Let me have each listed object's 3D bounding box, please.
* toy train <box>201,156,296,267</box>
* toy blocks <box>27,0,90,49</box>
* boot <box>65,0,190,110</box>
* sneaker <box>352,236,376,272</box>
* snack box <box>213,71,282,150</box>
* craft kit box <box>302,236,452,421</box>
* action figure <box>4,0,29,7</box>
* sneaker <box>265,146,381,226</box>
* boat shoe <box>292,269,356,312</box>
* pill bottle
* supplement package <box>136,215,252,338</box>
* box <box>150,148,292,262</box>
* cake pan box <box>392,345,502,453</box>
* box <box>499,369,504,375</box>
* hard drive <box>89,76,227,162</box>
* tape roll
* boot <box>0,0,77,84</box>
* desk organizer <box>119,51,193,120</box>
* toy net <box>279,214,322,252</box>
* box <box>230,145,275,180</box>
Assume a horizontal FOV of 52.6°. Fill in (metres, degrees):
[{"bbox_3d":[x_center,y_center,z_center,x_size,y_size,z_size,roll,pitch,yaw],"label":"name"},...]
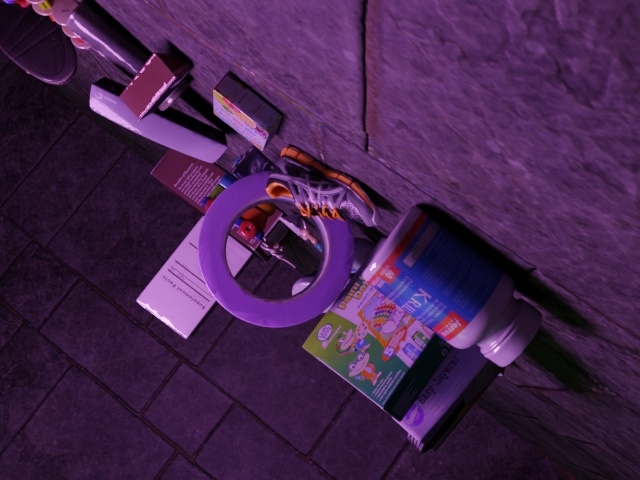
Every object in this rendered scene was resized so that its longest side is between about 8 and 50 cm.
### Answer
[{"bbox_3d":[-0.122,-0.065,1.425,0.248,0.143,0.105,32,180,1],"label":"toy train"},{"bbox_3d":[-0.486,-0.421,1.229,0.123,0.054,0.148,36,173,2],"label":"toy blocks"},{"bbox_3d":[-0.332,-0.321,1.109,0.208,0.076,0.189,48,168,-29],"label":"boot"},{"bbox_3d":[0.128,0.050,1.255,0.190,0.071,0.083,31,168,-16],"label":"sneaker"},{"bbox_3d":[-0.112,-0.189,0.974,0.100,0.037,0.141,39,173,-6],"label":"snack box"},{"bbox_3d":[0.116,0.132,1.070,0.061,0.250,0.246,41,170,-30],"label":"craft kit box"},{"bbox_3d":[-0.591,-0.504,1.157,0.091,0.139,0.280,35,-165,-7],"label":"action figure"},{"bbox_3d":[0.004,-0.068,1.012,0.215,0.083,0.084,31,169,33],"label":"sneaker"},{"bbox_3d":[0.098,0.113,1.502,0.335,0.119,0.121,9,125,25],"label":"boat shoe"},{"bbox_3d":[0.176,0.065,0.861,0.221,0.124,0.124,36,172,4],"label":"pill bottle"},{"bbox_3d":[-0.343,0.105,1.817,0.175,0.293,0.177,37,173,-1],"label":"supplement package"},{"bbox_3d":[-0.277,-0.110,1.847,0.381,0.143,0.191,37,173,13],"label":"box"},{"bbox_3d":[0.238,0.242,1.109,0.070,0.267,0.246,39,172,27],"label":"cake pan box"},{"bbox_3d":[0.280,0.225,1.399,0.159,0.044,0.233,-7,143,38],"label":"box"},{"bbox_3d":[-0.301,-0.225,1.215,0.254,0.054,0.172,24,-167,-17],"label":"hard drive"},{"bbox_3d":[-0.081,0.016,1.168,0.275,0.275,0.090,38,173,-3],"label":"tape roll"},{"bbox_3d":[-0.669,-0.465,1.487,0.377,0.138,0.284,41,172,4],"label":"boot"},{"bbox_3d":[-0.265,-0.251,1.034,0.050,0.047,0.130,49,133,-10],"label":"desk organizer"},{"bbox_3d":[0.000,0.000,1.601,0.232,0.045,0.122,37,175,16],"label":"toy net"},{"bbox_3d":[-0.124,-0.132,1.263,0.083,0.067,0.018,43,172,-33],"label":"box"}]
